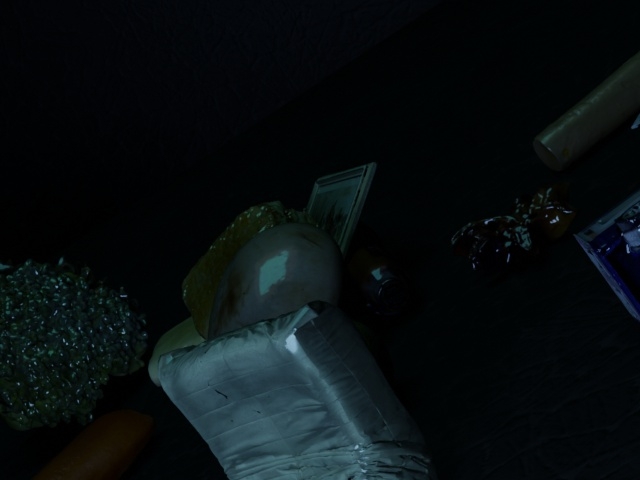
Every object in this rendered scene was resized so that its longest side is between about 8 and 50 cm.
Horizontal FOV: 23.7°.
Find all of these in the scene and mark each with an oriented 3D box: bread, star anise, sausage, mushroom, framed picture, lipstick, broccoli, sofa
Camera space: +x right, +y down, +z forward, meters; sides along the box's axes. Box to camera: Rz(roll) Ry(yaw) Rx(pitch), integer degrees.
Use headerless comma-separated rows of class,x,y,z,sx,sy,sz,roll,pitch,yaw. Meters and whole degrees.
bread,-0.088,0.047,2.003,0.196,0.102,0.138,-49,35,19
star anise,0.230,-0.012,1.744,0.168,0.057,0.168,-24,17,7
bread,-0.155,0.135,2.166,0.178,0.060,0.139,-29,16,19
sausage,-0.309,0.302,1.910,0.089,0.083,0.300,-40,5,42
mushroom,-0.038,0.092,1.828,0.226,0.178,0.226,-158,90,-81
framed picture,0.000,0.000,2.055,0.274,0.017,0.217,167,122,-75
lipstick,0.056,0.026,1.997,0.077,0.077,0.418,-35,14,-1
broccoli,-0.448,0.151,2.357,0.334,0.324,0.272,-32,-3,-46
sausage,0.398,-0.196,1.967,0.301,0.066,0.066,-41,14,-15
sofa,-0.042,0.191,1.321,0.210,0.225,0.176,-19,17,43

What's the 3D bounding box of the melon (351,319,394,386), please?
melon,0.020,0.142,1.587,0.114,0.114,0.167,-31,13,17

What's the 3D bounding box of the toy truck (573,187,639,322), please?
toy truck,0.366,-0.037,1.335,0.268,0.124,0.155,-36,8,2

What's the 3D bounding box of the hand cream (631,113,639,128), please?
hand cream,0.470,-0.195,1.854,0.052,0.038,0.216,-9,-13,-44
